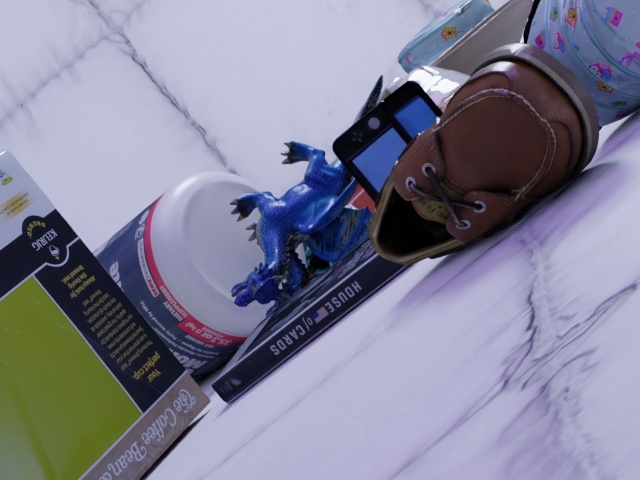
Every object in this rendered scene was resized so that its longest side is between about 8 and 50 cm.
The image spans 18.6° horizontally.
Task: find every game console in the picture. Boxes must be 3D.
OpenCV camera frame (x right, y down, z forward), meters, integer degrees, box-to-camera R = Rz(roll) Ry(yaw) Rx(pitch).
[{"bbox_3d":[0.086,-0.078,1.882,0.107,0.122,0.071,-39,3,4],"label":"game console"}]

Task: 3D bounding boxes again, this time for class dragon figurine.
[{"bbox_3d":[0.006,-0.032,2.014,0.289,0.085,0.144,-43,48,-13],"label":"dragon figurine"}]

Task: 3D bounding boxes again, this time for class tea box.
[{"bbox_3d":[-0.330,0.145,1.785,0.220,0.323,0.329,-37,4,32],"label":"tea box"}]

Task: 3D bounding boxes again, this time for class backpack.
[{"bbox_3d":[0.170,-0.201,2.364,0.188,0.144,0.166,-46,0,-6],"label":"backpack"},{"bbox_3d":[0.234,-0.179,1.526,0.182,0.152,0.115,-57,4,-35],"label":"backpack"}]

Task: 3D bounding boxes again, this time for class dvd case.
[{"bbox_3d":[0.013,0.049,1.831,0.238,0.029,0.179,-39,4,20],"label":"dvd case"}]

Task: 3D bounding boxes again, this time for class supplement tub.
[{"bbox_3d":[-0.160,0.059,2.161,0.272,0.191,0.191,-36,5,45],"label":"supplement tub"}]

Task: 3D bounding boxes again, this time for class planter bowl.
[{"bbox_3d":[0.202,-0.192,2.203,0.162,0.109,0.162,-40,3,3],"label":"planter bowl"}]

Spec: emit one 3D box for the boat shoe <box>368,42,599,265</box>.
[{"bbox_3d":[0.116,-0.047,1.472,0.104,0.110,0.307,-45,-5,-20],"label":"boat shoe"}]

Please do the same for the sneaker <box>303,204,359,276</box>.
[{"bbox_3d":[0.004,0.009,2.165,0.076,0.065,0.166,-45,4,-19],"label":"sneaker"}]

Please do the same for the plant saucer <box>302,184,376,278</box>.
[{"bbox_3d":[0.000,0.000,2.405,0.259,0.048,0.258,-38,4,32],"label":"plant saucer"}]

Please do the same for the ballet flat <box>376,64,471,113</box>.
[{"bbox_3d":[0.117,-0.129,2.054,0.123,0.123,0.348,-40,4,-8],"label":"ballet flat"}]
